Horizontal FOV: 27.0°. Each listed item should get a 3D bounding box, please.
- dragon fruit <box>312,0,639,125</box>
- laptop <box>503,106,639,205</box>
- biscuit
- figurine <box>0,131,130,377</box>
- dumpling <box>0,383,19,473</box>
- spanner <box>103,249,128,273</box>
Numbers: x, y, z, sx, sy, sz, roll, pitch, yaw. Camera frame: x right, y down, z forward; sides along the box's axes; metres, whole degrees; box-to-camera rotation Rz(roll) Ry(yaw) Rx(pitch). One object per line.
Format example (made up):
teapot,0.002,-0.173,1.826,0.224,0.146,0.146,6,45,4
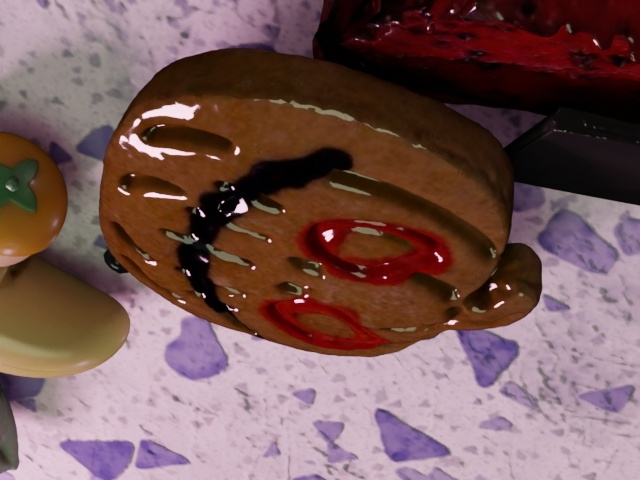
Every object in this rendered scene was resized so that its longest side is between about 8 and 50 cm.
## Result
dragon fruit,0.188,-0.180,0.784,0.329,0.227,0.286,10,174,-17
laptop,0.188,-0.049,0.851,0.135,0.016,0.197,12,174,-5
biscuit,0.000,0.001,0.929,0.314,0.063,0.367,20,153,-4
figurine,-0.289,-0.008,1.065,0.325,0.124,0.222,33,128,-14
dumpling,-0.353,0.134,1.226,0.105,0.149,0.216,-33,128,-6
spanner,-0.090,-0.004,1.069,0.209,0.012,0.046,-17,123,29
